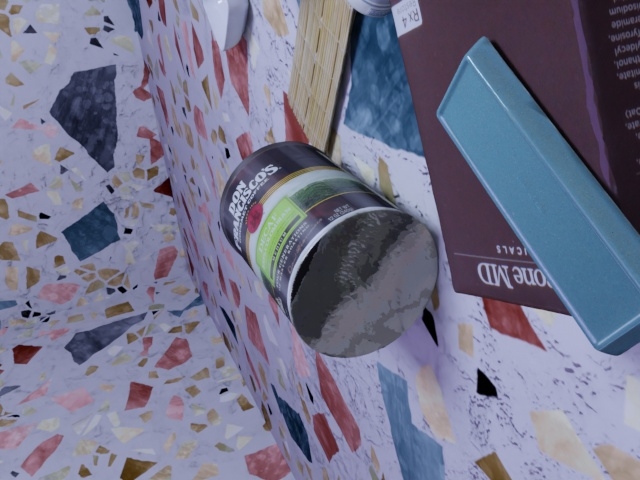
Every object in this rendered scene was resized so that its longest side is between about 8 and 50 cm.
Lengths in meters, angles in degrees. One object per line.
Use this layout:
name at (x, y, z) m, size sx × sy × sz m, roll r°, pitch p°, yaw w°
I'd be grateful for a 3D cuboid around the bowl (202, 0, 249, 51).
bowl at (-0.178, -0.451, 1.224) m, size 0.142 × 0.053 × 0.142 m, roll 119°, pitch 132°, yaw -65°

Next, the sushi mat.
sushi mat at (-0.003, -0.270, 0.937) m, size 0.151 × 0.019 × 0.316 m, roll 62°, pitch 159°, yaw 26°

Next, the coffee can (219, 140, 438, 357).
coffee can at (0.000, 0.000, 0.877) m, size 0.275 × 0.202 × 0.201 m, roll -136°, pitch 35°, yaw -54°

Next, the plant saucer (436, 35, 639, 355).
plant saucer at (0.125, -0.027, 0.372) m, size 0.192 × 0.018 × 0.067 m, roll 61°, pitch 156°, yaw 23°

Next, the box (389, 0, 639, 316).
box at (0.150, -0.151, 0.429) m, size 0.191 × 0.143 × 0.381 m, roll 5°, pitch 112°, yaw 69°

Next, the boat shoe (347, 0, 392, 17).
boat shoe at (0.032, -0.353, 0.700) m, size 0.227 × 0.079 × 0.081 m, roll 63°, pitch 150°, yaw 14°
